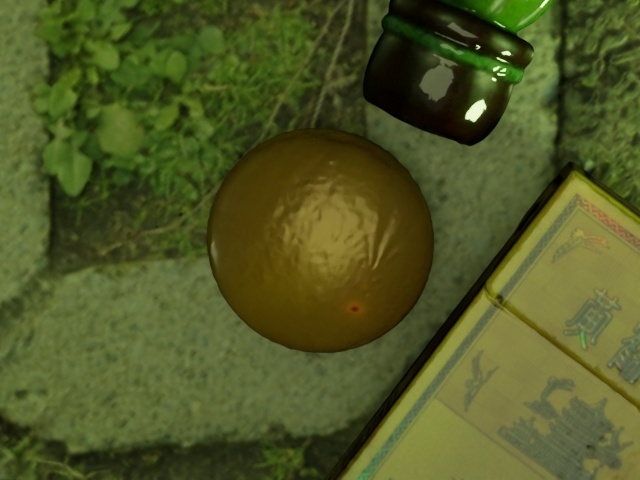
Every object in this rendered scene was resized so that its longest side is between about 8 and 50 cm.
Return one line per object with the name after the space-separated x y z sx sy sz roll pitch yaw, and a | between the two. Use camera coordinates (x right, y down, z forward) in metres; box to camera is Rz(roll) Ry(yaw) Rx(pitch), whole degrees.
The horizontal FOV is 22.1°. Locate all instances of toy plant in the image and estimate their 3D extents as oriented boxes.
0.091 -0.143 0.979 0.093 0.093 0.162 25 100 1 | toy plant

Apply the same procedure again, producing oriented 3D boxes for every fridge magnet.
0.000 0.000 1.022 0.143 0.063 0.143 1 99 7 | fridge magnet

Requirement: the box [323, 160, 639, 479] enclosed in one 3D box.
0.140 0.127 1.016 0.193 0.084 0.301 37 100 -1 | box
